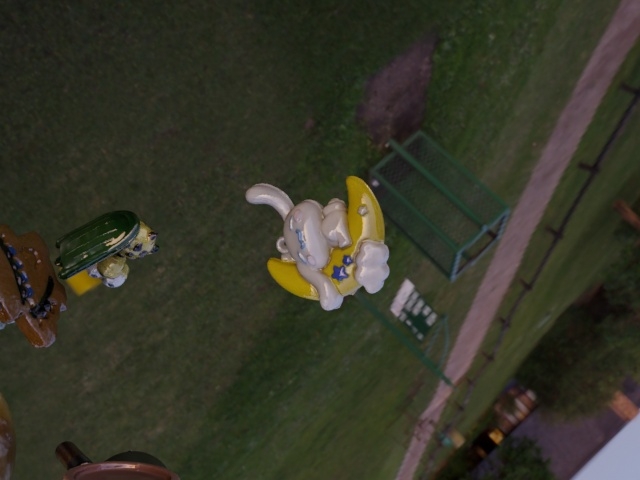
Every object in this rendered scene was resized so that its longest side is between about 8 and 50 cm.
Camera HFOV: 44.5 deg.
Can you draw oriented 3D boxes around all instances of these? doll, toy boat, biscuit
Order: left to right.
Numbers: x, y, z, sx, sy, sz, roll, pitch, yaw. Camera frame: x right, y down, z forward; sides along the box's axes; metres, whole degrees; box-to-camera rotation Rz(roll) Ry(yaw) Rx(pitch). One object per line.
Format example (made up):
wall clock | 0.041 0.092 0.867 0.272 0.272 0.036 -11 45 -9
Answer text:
biscuit | -0.595 0.067 1.504 0.043 0.278 0.301 -28 150 13
toy boat | -0.455 0.003 1.578 0.210 0.104 0.052 -26 146 14
doll | -0.449 0.031 1.744 0.291 0.117 0.086 -34 -145 47
doll | 0.000 0.000 1.377 0.237 0.252 0.111 -14 -175 25

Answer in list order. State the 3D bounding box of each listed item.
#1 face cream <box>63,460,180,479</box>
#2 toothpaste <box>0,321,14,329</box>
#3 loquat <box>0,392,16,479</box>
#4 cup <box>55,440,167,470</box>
face cream | -0.259 0.354 1.007 0.149 0.149 0.104 10 85 -67
toothpaste | -0.760 0.181 1.652 0.256 0.067 0.037 -12 -166 -1
loquat | -0.662 0.346 1.261 0.328 0.328 0.359 -33 175 -29
cup | -0.376 0.469 1.416 0.177 0.239 0.166 155 -51 -72
